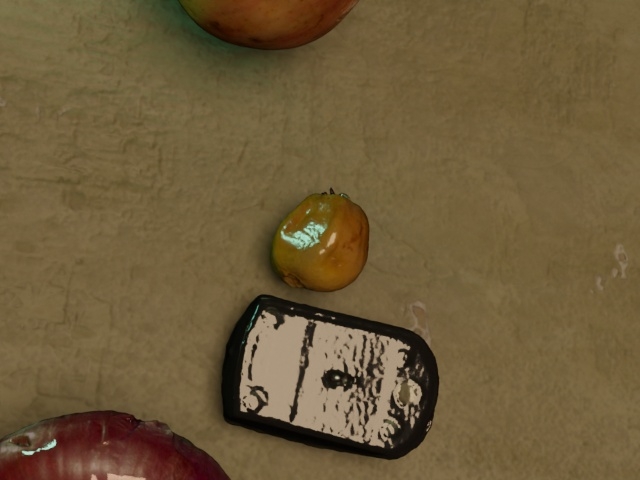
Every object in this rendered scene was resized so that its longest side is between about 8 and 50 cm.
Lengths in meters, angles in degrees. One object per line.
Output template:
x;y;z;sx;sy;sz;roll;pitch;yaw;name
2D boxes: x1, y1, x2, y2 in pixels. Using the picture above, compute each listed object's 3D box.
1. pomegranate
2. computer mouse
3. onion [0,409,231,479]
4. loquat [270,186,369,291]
-0.062;-0.405;1.515;0.338;0.338;0.338;3;81;-19;pomegranate
0.010;0.173;1.575;0.269;0.100;0.170;17;74;-12;computer mouse
-0.236;0.325;1.402;0.348;0.285;0.347;1;118;2;onion
0.000;0.000;1.586;0.113;0.137;0.137;33;72;-27;loquat
